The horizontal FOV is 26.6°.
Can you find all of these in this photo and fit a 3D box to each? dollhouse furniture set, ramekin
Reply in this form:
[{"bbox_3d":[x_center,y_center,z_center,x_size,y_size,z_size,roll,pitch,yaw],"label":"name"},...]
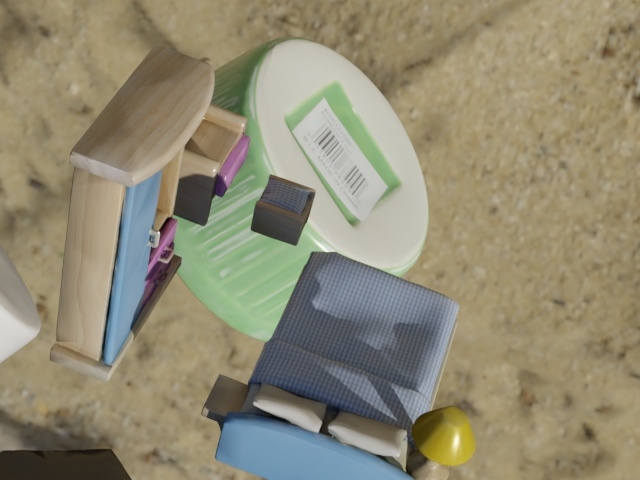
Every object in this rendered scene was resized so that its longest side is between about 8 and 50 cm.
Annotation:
[{"bbox_3d":[0.000,0.000,0.974,0.303,0.286,0.198,21,133,5],"label":"dollhouse furniture set"},{"bbox_3d":[-0.025,-0.060,1.391,0.148,0.303,0.303,-28,130,35],"label":"ramekin"}]

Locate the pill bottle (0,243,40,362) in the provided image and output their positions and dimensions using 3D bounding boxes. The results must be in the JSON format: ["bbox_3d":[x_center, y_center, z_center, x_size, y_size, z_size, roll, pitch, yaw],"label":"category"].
[{"bbox_3d":[-0.149,0.041,0.311,0.087,0.160,0.087,54,177,4],"label":"pill bottle"}]

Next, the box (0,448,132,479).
[{"bbox_3d":[-0.279,0.220,0.532,0.097,0.318,0.395,50,-160,27],"label":"box"}]
